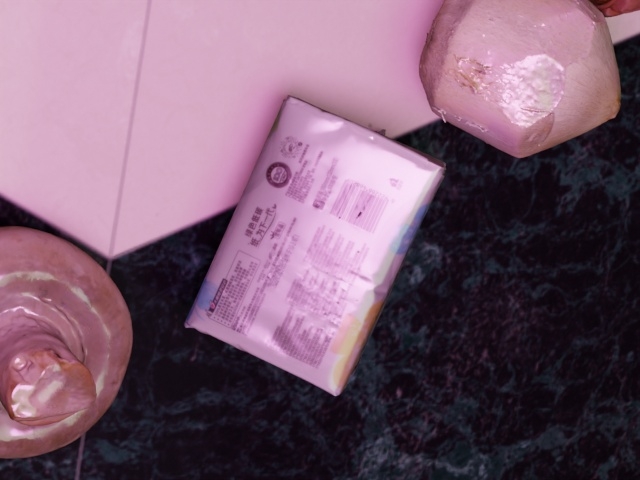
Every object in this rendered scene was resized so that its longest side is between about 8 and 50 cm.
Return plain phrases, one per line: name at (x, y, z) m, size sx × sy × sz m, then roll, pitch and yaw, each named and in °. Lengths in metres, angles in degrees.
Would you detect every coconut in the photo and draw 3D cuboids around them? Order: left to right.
coconut at (0.187, -0.156, 1.612) m, size 0.183 × 0.171 × 0.171 m, roll 28°, pitch 96°, yaw 14°

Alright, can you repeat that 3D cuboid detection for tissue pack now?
tissue pack at (0.000, 0.000, 1.626) m, size 0.159 × 0.145 × 0.229 m, roll 24°, pitch 96°, yaw 2°

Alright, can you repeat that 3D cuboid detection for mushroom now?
mushroom at (-0.251, 0.096, 1.487) m, size 0.204 × 0.204 × 0.204 m, roll -9°, pitch 111°, yaw -23°

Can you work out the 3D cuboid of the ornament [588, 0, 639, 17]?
ornament at (0.338, -0.312, 1.641) m, size 0.217 × 0.221 × 0.235 m, roll -15°, pitch 73°, yaw -16°
